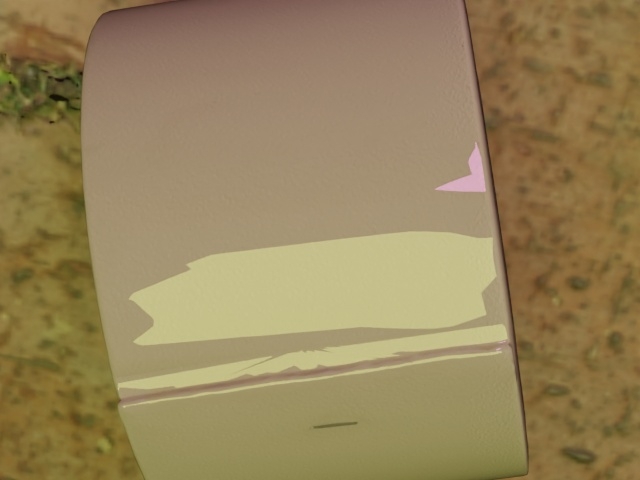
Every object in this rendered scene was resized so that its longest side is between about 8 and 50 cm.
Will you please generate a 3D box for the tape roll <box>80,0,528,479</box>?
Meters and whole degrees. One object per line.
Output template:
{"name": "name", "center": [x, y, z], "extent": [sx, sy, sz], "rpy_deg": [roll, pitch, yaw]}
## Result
{"name": "tape roll", "center": [0.000, 0.000, 0.810], "extent": [0.169, 0.246, 0.246], "rpy_deg": [-8, 114, 5]}
